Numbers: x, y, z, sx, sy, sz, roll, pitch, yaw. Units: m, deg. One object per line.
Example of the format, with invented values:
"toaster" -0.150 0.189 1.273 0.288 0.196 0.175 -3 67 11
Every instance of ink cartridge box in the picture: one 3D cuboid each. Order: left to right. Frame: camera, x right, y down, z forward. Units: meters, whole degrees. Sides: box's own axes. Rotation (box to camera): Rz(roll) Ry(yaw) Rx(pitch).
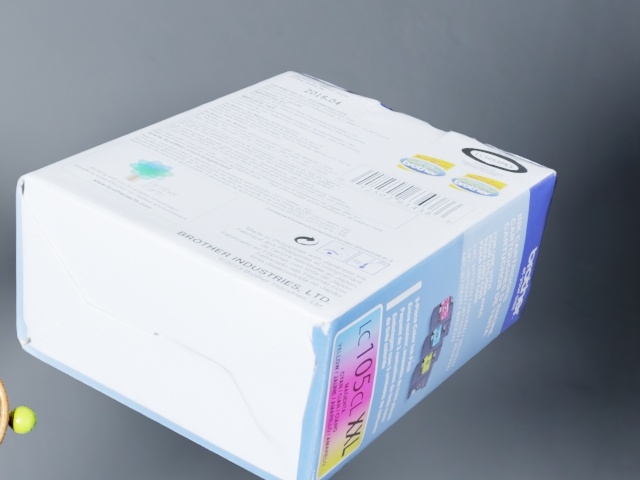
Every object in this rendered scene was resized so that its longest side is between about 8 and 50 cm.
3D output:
"ink cartridge box" 0.000 0.000 1.073 0.395 0.270 0.151 -32 138 -49

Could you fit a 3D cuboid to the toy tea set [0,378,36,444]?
"toy tea set" -0.367 0.125 0.925 0.336 0.124 0.200 -33 87 -22
